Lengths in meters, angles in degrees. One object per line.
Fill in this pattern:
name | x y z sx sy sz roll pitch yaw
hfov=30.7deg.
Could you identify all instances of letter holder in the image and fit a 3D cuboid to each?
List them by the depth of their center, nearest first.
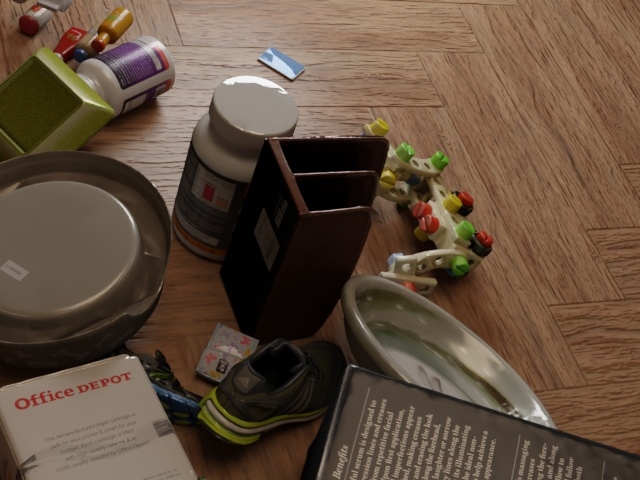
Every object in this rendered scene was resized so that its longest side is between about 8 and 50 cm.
letter holder | 0.000 0.000 1.747 0.214 0.302 0.152 -5 51 -26

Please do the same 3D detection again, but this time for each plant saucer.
plant saucer | 0.170 0.214 1.693 0.400 0.100 0.400 35 16 -12
plant saucer | -0.461 -0.208 1.875 0.188 0.045 0.188 -44 71 -9

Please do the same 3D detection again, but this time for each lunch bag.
lunch bag | -0.137 0.173 1.711 0.071 0.053 0.083 24 54 3

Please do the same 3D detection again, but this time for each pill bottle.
pill bottle | -0.131 -0.110 1.815 0.162 0.278 0.162 11 47 -11
pill bottle | -0.352 -0.272 1.999 0.108 0.108 0.193 41 47 17

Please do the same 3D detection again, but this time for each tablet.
tablet | -0.075 -0.341 2.245 0.083 0.006 0.054 32 46 10

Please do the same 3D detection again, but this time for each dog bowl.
dog bowl | -0.380 0.031 1.659 0.349 0.102 0.348 0 50 0

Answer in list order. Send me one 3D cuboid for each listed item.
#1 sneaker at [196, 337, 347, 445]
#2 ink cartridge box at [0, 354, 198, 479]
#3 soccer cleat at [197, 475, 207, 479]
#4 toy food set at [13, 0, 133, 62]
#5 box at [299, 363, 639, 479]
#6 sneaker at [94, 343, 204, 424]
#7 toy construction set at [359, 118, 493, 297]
sneaker | -0.042 0.194 1.650 0.111 0.121 0.300 43 29 16
ink cartridge box | -0.280 0.308 1.482 0.207 0.117 0.283 -13 56 -30
soccer cleat | -0.195 0.335 1.372 0.179 0.060 0.072 -12 71 -31
toy food set | -0.458 -0.379 2.054 0.232 0.111 0.104 22 46 6
box | 0.169 0.354 1.448 0.396 0.293 0.212 17 59 0
sneaker | -0.226 0.197 1.642 0.188 0.067 0.078 28 51 9
toy construction set | 0.166 -0.039 1.956 0.215 0.151 0.327 24 47 -35
